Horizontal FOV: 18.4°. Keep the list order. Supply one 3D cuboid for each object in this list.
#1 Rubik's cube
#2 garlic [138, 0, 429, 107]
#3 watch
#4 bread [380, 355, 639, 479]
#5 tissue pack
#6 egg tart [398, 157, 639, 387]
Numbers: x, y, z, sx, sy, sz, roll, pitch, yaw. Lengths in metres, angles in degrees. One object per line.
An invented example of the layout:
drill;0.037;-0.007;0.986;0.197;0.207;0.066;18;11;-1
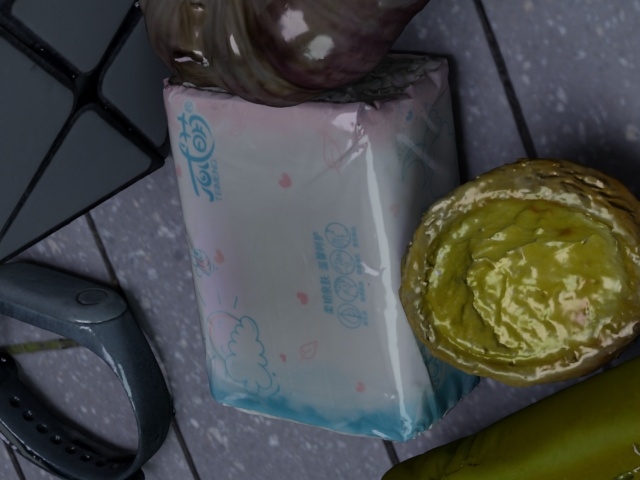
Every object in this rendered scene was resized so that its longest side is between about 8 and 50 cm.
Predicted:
Rubik's cube;-0.268;-0.162;1.455;0.259;0.255;0.260;27;128;22
garlic;-0.014;-0.202;1.311;0.245;0.160;0.245;-6;80;38
watch;-0.226;0.120;1.714;0.206;0.068;0.193;14;121;28
bread;0.204;0.173;1.388;0.383;0.112;0.166;-30;99;43
tissue pack;0.002;0.000;1.438;0.201;0.124;0.271;7;118;30
egg tart;0.146;0.014;1.343;0.191;0.074;0.191;5;128;6
